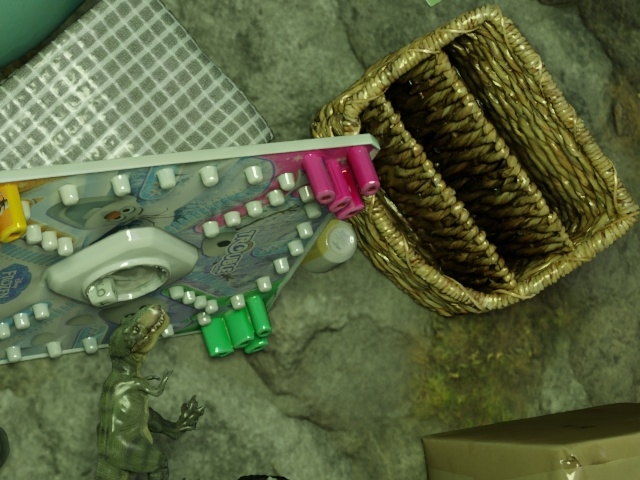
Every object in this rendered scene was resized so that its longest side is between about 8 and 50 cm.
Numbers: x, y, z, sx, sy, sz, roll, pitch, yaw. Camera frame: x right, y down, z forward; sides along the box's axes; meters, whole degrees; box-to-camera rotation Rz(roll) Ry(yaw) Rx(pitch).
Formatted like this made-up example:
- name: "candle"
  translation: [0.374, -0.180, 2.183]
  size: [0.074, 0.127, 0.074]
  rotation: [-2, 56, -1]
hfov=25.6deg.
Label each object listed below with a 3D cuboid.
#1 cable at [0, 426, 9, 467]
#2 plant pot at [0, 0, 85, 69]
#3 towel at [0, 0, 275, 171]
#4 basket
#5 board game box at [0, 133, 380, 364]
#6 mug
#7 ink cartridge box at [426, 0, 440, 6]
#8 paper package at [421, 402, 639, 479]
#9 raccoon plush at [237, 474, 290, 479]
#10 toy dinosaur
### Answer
- name: "cable"
  translation: [-0.447, 0.200, 1.338]
  size: [0.287, 0.072, 0.139]
  rotation: [-17, 97, -34]
- name: "plant pot"
  translation: [-0.352, -0.261, 1.302]
  size: [0.272, 0.272, 0.255]
  rotation: [39, 68, -15]
- name: "towel"
  translation: [-0.216, -0.099, 1.431]
  size: [0.235, 0.121, 0.283]
  rotation: [48, 69, -11]
- name: "basket"
  translation: [0.150, -0.070, 1.533]
  size: [0.213, 0.223, 0.299]
  rotation: [-39, 101, -23]
- name: "board game box"
  translation: [-0.177, 0.038, 1.289]
  size: [0.390, 0.390, 0.050]
  rotation: [-8, 66, -24]
- name: "mug"
  translation: [0.002, 0.003, 1.545]
  size: [0.078, 0.064, 0.062]
  rotation: [-4, 86, -24]
- name: "ink cartridge box"
  translation: [0.143, -0.420, 1.663]
  size: [0.171, 0.056, 0.235]
  rotation: [-33, 95, -24]
- name: "paper package"
  translation: [0.311, 0.274, 1.506]
  size: [0.310, 0.325, 0.168]
  rotation: [-6, 86, -24]
- name: "raccoon plush"
  translation: [-0.107, 0.385, 1.286]
  size: [0.299, 0.446, 0.216]
  rotation: [-16, 117, -25]
- name: "toy dinosaur"
  translation: [-0.165, 0.193, 1.312]
  size: [0.118, 0.064, 0.268]
  rotation: [14, 85, -38]
